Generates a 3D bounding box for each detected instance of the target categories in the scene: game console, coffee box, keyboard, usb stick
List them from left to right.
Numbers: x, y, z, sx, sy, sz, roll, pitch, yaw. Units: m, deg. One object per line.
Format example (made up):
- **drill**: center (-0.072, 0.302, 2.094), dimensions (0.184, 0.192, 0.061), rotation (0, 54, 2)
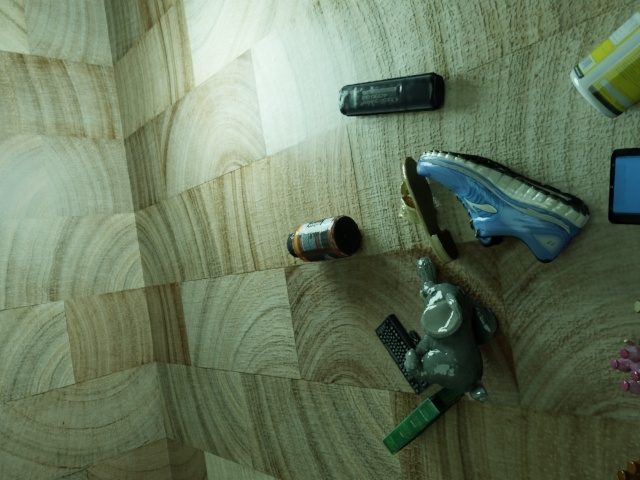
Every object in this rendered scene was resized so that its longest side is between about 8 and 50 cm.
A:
- **usb stick**: center (0.149, -0.321, 1.089), dimensions (0.277, 0.045, 0.077), rotation (10, 109, 45)
- **keyboard**: center (0.200, 0.257, 1.128), dimensions (0.180, 0.023, 0.108), rotation (56, 130, 25)
- **coffee box**: center (0.222, 0.387, 1.058), dimensions (0.040, 0.113, 0.184), rotation (51, 127, 26)
- **game console**: center (0.493, -0.082, 0.743), dimensions (0.071, 0.107, 0.122), rotation (0, 97, 18)

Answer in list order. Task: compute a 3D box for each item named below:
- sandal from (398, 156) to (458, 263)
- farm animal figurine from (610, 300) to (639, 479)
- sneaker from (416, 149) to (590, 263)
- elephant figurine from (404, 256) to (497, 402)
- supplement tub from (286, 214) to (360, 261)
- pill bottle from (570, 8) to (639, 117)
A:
- **sandal**: center (0.203, -0.054, 1.037), dimensions (0.079, 0.088, 0.240), rotation (-30, 78, 38)
- **farm animal figurine**: center (0.555, 0.252, 0.640), dimensions (0.327, 0.172, 0.331), rotation (-105, 17, -80)
- **sneaker**: center (0.303, -0.067, 0.901), dimensions (0.330, 0.129, 0.147), rotation (38, 118, 37)
- **elephant figurine**: center (0.258, 0.163, 0.974), dimensions (0.185, 0.169, 0.240), rotation (13, 89, 16)
- **supplement tub**: center (0.000, 0.000, 1.243), dimensions (0.197, 0.106, 0.106), rotation (-10, 88, 46)
- **pill bottle**: center (0.474, -0.276, 0.710), dimensions (0.184, 0.103, 0.103), rotation (-45, 64, 40)
